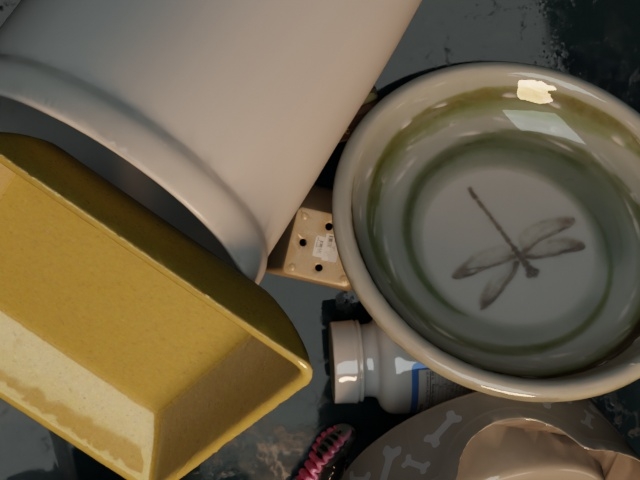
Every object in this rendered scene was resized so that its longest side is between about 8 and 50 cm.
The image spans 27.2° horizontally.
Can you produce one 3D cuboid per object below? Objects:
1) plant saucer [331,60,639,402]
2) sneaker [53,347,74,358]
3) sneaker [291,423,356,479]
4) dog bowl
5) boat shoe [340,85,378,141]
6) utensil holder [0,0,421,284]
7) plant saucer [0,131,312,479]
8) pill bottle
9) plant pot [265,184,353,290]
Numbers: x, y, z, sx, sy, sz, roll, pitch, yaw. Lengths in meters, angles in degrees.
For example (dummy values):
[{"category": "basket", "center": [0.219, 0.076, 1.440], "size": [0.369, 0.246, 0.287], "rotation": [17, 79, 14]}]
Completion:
[{"category": "plant saucer", "center": [0.204, -0.003, 1.398], "size": [0.401, 0.100, 0.400], "rotation": [4, 61, -7]}, {"category": "sneaker", "center": [-0.283, 0.044, 1.366], "size": [0.185, 0.202, 0.483], "rotation": [-41, 98, 20]}, {"category": "sneaker", "center": [0.011, 0.264, 1.512], "size": [0.057, 0.047, 0.119], "rotation": [30, 99, -24]}, {"category": "dog bowl", "center": [0.173, 0.278, 1.402], "size": [0.349, 0.102, 0.348], "rotation": [-13, 143, -10]}, {"category": "boat shoe", "center": [-0.011, -0.109, 1.441], "size": [0.178, 0.064, 0.060], "rotation": [-24, 97, -2]}, {"category": "utensil holder", "center": [-0.110, -0.187, 1.240], "size": [0.328, 0.327, 0.385], "rotation": [33, 71, -8]}, {"category": "plant saucer", "center": [-0.201, 0.059, 1.165], "size": [0.333, 0.333, 0.081], "rotation": [36, 50, -11]}, {"category": "pill bottle", "center": [0.122, 0.127, 1.454], "size": [0.222, 0.124, 0.124], "rotation": [-2, 98, -3]}, {"category": "plant pot", "center": [0.000, 0.000, 1.441], "size": [0.109, 0.096, 0.109], "rotation": [13, 97, -5]}]
